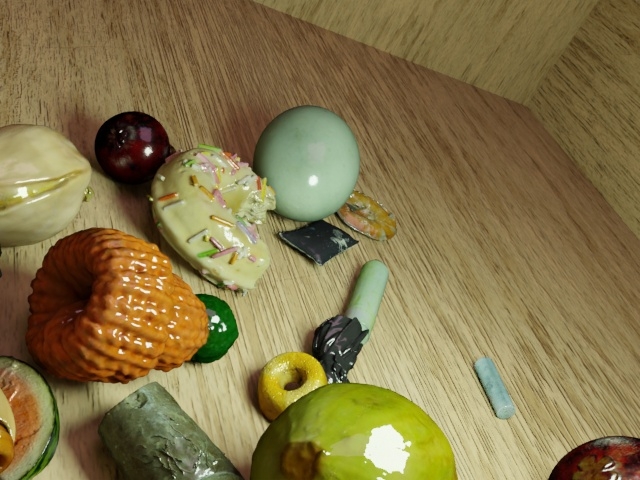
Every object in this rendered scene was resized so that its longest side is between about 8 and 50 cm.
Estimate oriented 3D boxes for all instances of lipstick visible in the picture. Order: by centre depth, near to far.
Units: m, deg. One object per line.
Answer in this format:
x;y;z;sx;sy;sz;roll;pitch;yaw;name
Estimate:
0.409;0.346;2.076;0.048;0.048;0.158;16;32;-25;lipstick
0.108;0.142;2.086;0.076;0.076;0.304;29;28;-3;lipstick

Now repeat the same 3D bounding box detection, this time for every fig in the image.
0.037;0.375;1.370;0.343;0.343;0.343;23;29;-14;fig

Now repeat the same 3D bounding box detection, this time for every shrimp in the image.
0.074;-0.097;2.448;0.316;0.062;0.164;33;31;-1;shrimp

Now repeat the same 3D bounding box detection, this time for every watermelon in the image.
-0.463;0.272;1.360;0.119;0.063;0.245;-9;50;-25;watermelon

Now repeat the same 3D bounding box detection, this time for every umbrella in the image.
0.018;0.277;1.777;0.118;0.118;0.340;27;37;-7;umbrella

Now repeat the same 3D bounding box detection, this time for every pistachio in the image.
-0.581;-0.098;1.657;0.321;0.229;0.238;-21;14;-41;pistachio

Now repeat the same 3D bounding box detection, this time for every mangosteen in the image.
0.595;0.548;1.712;0.359;0.306;0.306;52;16;-33;mangosteen
-0.422;-0.209;2.049;0.199;0.200;0.200;23;29;-14;mangosteen

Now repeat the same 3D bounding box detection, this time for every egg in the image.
-0.036;-0.198;2.273;0.276;0.276;0.389;26;27;-10;egg

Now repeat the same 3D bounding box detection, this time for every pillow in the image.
0.000;0.000;2.225;0.141;0.055;0.208;34;28;19;pillow

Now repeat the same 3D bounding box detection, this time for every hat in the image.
-0.300;0.158;1.542;0.400;0.285;0.285;34;21;-39;hat

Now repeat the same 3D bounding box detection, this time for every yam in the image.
-0.238;0.338;1.377;0.254;0.154;0.154;46;32;23;yam

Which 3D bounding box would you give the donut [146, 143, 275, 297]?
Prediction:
-0.231;-0.074;1.976;0.307;0.150;0.371;38;26;-20;donut

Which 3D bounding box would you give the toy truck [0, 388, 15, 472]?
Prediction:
-0.545;0.267;1.124;0.288;0.212;0.204;-6;46;-43;toy truck

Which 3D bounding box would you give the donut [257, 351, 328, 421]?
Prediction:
-0.053;0.275;1.673;0.151;0.058;0.152;-3;40;3;donut

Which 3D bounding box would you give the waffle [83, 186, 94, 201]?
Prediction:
-0.579;-0.160;1.936;0.160;0.046;0.192;13;33;-26;waffle

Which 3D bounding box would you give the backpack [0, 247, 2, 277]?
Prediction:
-0.715;0.004;1.340;0.445;0.255;0.363;5;34;-16;backpack
